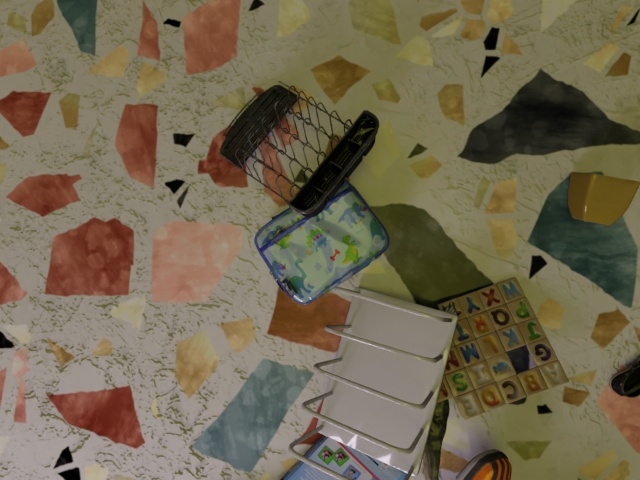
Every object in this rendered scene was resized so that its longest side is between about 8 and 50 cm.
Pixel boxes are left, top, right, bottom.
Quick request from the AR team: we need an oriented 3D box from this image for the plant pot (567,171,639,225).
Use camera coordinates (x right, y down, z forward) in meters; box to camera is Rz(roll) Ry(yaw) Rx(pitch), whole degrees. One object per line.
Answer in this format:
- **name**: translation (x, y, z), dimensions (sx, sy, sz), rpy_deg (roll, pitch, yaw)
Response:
- **plant pot**: translation (0.492, -0.073, 0.746), dimensions (0.081, 0.081, 0.083), rpy_deg (11, 103, 4)

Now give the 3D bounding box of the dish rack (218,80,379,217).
- **dish rack**: translation (-0.054, -0.179, 0.751), dimensions (0.272, 0.074, 0.208), rpy_deg (36, 82, 21)

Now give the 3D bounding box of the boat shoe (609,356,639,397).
- **boat shoe**: translation (0.590, 0.236, 0.755), dimensions (0.133, 0.042, 0.049), rpy_deg (-37, 85, 2)

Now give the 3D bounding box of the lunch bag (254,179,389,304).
- **lunch bag**: translation (0.000, 0.000, 0.778), dimensions (0.219, 0.090, 0.176), rpy_deg (-33, 83, 3)

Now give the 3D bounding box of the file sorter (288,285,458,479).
- **file sorter**: translation (0.089, 0.227, 0.687), dimensions (0.193, 0.173, 0.277), rpy_deg (14, 84, 24)

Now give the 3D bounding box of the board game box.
- **board game box**: translation (0.037, 0.457, 0.797), dimensions (0.160, 0.039, 0.211), rpy_deg (43, 92, 4)

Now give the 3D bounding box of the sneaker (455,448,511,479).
- **sneaker**: translation (0.295, 0.532, 0.695), dimensions (0.125, 0.180, 0.320), rpy_deg (9, 98, -28)

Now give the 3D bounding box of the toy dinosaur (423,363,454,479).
- **toy dinosaur**: translation (0.180, 0.338, 0.760), dimensions (0.118, 0.064, 0.267), rpy_deg (-2, 75, 31)

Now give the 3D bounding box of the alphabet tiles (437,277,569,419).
- **alphabet tiles**: translation (0.287, 0.195, 0.753), dimensions (0.237, 0.009, 0.198), rpy_deg (-19, 71, -3)
